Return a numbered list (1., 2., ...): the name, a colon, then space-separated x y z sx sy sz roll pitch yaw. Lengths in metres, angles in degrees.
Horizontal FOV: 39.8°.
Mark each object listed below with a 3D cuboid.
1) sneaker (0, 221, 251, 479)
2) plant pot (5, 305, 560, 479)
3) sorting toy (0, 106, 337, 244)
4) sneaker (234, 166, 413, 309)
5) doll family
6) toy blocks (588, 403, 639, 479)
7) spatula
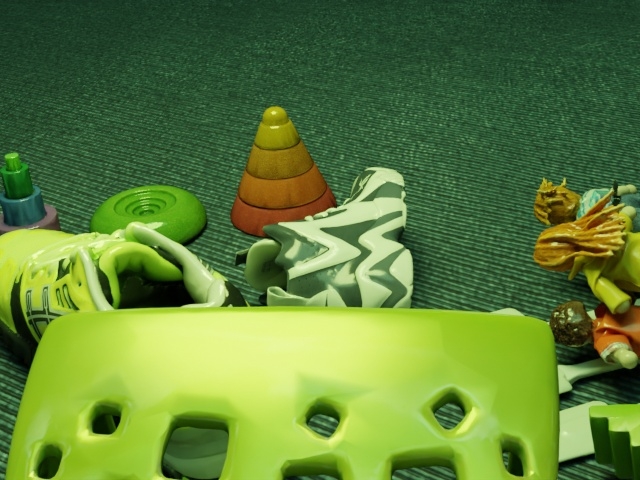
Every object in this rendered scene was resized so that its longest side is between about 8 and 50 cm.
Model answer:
1. sneaker: -0.158 0.043 0.711 0.385 0.147 0.145 21 39 39
2. plant pot: -0.013 0.178 0.370 0.228 0.227 0.207 0 39 7
3. sorting toy: -0.166 -0.069 0.939 0.366 0.126 0.127 -7 29 -6
4. sneaker: 0.000 0.000 0.819 0.153 0.094 0.235 4 39 -2
5. doll family: 0.258 -0.003 0.737 0.163 0.118 0.263 8 29 16
6. toy blocks: 0.326 0.168 0.414 0.382 0.190 0.261 -5 36 19
7. spatula: 0.231 0.092 0.700 0.242 0.019 0.168 -13 29 -14
